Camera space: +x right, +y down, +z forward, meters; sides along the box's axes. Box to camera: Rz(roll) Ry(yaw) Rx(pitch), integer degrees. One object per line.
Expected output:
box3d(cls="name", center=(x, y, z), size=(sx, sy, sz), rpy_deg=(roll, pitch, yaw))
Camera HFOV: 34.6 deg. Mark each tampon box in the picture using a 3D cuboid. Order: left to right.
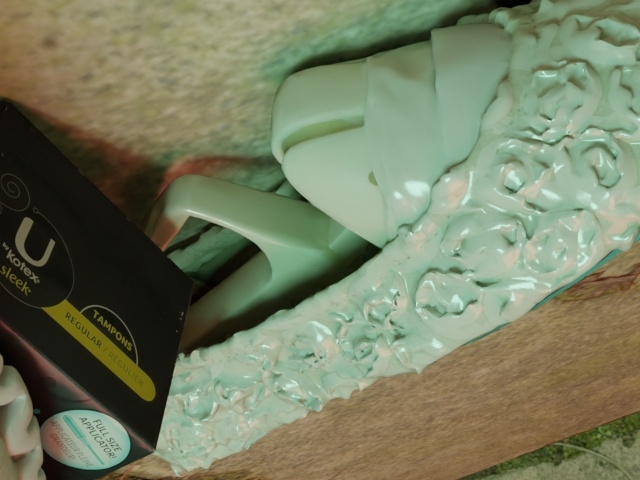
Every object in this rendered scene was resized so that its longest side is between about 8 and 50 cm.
box3d(cls="tampon box", center=(-0.156, 0.046, 0.427), size=(0.161, 0.101, 0.120), rpy_deg=(-29, 121, 24))

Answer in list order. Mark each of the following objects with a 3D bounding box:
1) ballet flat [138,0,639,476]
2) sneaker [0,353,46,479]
box3d(cls="ballet flat", center=(0.000, 0.000, 0.479), size=(0.147, 0.147, 0.409), rpy_deg=(6, 147, -45))
box3d(cls="sneaker", center=(-0.162, 0.038, 0.287), size=(0.110, 0.118, 0.292), rpy_deg=(-5, 126, 7))
